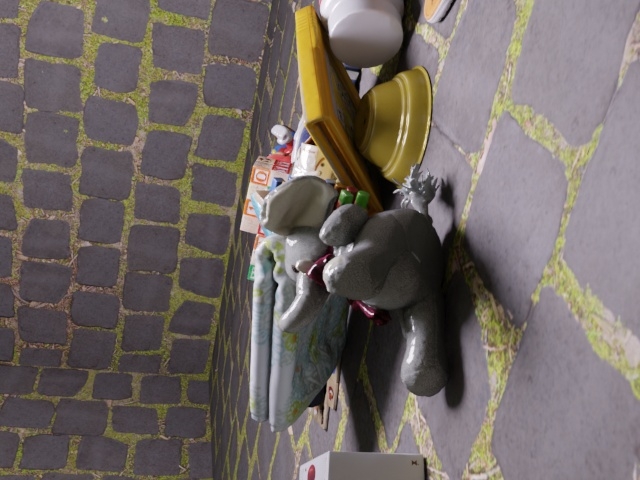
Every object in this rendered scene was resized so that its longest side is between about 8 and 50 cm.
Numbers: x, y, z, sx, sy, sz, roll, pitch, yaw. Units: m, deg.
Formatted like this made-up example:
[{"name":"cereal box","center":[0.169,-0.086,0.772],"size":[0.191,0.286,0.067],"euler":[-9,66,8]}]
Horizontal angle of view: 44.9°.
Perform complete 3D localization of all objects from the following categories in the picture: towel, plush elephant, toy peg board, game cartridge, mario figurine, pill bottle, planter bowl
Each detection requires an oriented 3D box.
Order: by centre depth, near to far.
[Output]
[{"name":"plush elephant","center":[0.036,0.042,1.149],"size":[0.255,0.272,0.330],"euler":[-15,44,32]},{"name":"toy peg board","center":[-0.004,-0.070,1.319],"size":[0.161,0.161,0.079],"euler":[48,130,47]},{"name":"planter bowl","center":[0.114,-0.204,1.356],"size":[0.217,0.090,0.217],"euler":[-173,90,-77]},{"name":"towel","center":[-0.023,0.125,1.436],"size":[0.320,0.090,0.375],"euler":[-41,-42,-60]},{"name":"game cartridge","center":[0.037,-0.241,1.462],"size":[0.285,0.052,0.324],"euler":[55,-156,-47]},{"name":"pill bottle","center":[0.075,-0.477,1.489],"size":[0.161,0.161,0.283],"euler":[113,160,-51]},{"name":"mario figurine","center":[-0.132,-0.237,2.235],"size":[0.320,0.170,0.198],"euler":[-95,-19,-67]}]

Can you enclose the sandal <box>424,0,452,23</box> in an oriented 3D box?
[{"name":"sandal","center":[0.188,-0.439,1.176],"size":[0.265,0.076,0.102],"euler":[114,158,-53]}]

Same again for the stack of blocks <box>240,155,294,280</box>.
[{"name":"stack of blocks","center":[-0.105,-0.041,1.909],"size":[0.087,0.171,0.297],"euler":[-77,1,-66]}]

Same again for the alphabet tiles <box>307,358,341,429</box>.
[{"name":"alphabet tiles","center":[0.010,0.241,1.766],"size":[0.285,0.011,0.343],"euler":[-178,94,-77]}]

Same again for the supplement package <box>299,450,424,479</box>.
[{"name":"supplement package","center":[0.056,0.429,1.169],"size":[0.203,0.149,0.194],"euler":[122,152,-64]}]

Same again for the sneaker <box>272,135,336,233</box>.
[{"name":"sneaker","center":[-0.031,-0.120,1.547],"size":[0.290,0.105,0.123],"euler":[-67,-25,-21]}]

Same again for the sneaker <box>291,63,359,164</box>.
[{"name":"sneaker","center":[0.015,-0.312,1.800],"size":[0.182,0.127,0.316],"euler":[-179,102,-81]}]

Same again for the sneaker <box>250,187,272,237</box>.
[{"name":"sneaker","center":[0.000,0.000,1.691],"size":[0.319,0.208,0.127],"euler":[67,169,-22]}]

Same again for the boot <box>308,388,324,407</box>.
[{"name":"boot","center":[-0.040,0.252,1.726],"size":[0.106,0.082,0.219],"euler":[-132,37,-80]}]
